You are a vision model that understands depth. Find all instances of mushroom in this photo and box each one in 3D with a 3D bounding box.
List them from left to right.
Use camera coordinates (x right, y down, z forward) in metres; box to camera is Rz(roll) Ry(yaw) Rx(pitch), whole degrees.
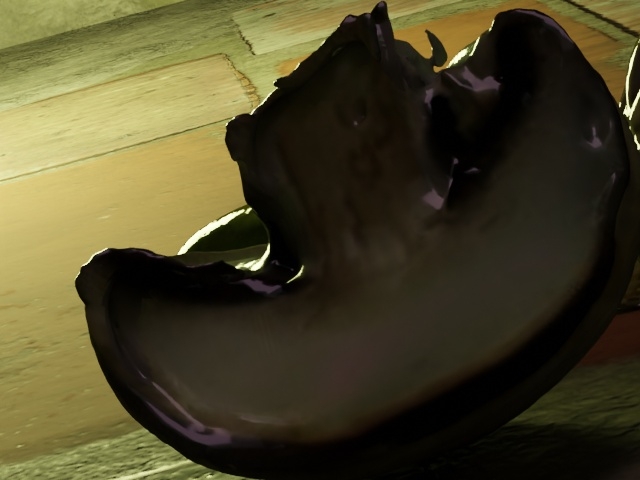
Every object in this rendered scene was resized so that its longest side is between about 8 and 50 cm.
[{"bbox_3d":[0.038,0.019,0.960,0.267,0.189,0.164,-42,-20,5],"label":"mushroom"}]

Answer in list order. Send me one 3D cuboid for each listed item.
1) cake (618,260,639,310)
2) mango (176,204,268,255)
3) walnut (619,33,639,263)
[{"bbox_3d":[0.174,-0.002,1.096,0.185,0.080,0.116,4,20,40],"label":"cake"},{"bbox_3d":[0.003,-0.001,1.236,0.191,0.085,0.122,-5,20,28],"label":"mango"},{"bbox_3d":[0.251,-0.046,0.960,0.224,0.224,0.224,-14,15,4],"label":"walnut"}]
